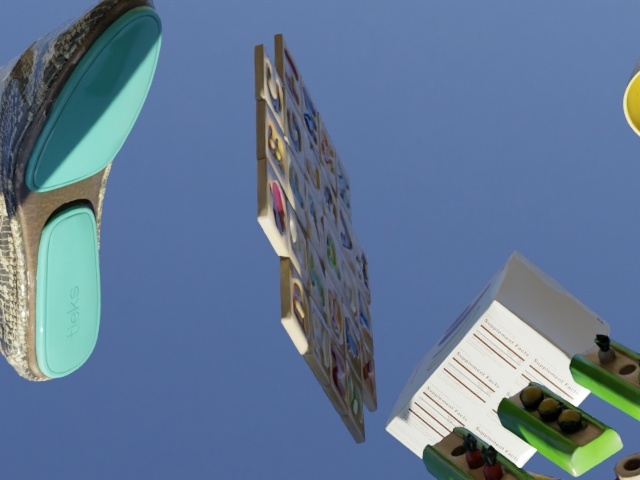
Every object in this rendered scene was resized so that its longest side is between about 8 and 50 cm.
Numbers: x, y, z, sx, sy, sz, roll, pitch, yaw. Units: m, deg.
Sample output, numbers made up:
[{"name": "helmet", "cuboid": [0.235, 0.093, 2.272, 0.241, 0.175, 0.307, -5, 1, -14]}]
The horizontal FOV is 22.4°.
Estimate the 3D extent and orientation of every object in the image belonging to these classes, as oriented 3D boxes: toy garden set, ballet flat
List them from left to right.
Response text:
[{"name": "ballet flat", "cuboid": [-0.301, -0.073, 1.720, 0.182, 0.483, 0.164, 33, -145, 27]}, {"name": "toy garden set", "cuboid": [0.213, 0.117, 1.133, 0.244, 0.049, 0.204, -30, -157, -14]}]

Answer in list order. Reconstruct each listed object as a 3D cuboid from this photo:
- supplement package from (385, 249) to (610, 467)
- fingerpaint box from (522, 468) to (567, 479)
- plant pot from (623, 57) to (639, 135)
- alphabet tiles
[{"name": "supplement package", "cuboid": [0.206, 0.154, 1.853, 0.149, 0.203, 0.194, 39, -159, 0]}, {"name": "fingerpaint box", "cuboid": [0.114, 0.464, 1.313, 0.163, 0.445, 0.371, 14, -153, 2]}, {"name": "plant pot", "cuboid": [0.403, -0.180, 1.781, 0.134, 0.134, 0.095, 12, -135, 2]}, {"name": "alphabet tiles", "cuboid": [0.000, 0.000, 1.399, 0.011, 0.342, 0.285, -10, -124, 13]}]
